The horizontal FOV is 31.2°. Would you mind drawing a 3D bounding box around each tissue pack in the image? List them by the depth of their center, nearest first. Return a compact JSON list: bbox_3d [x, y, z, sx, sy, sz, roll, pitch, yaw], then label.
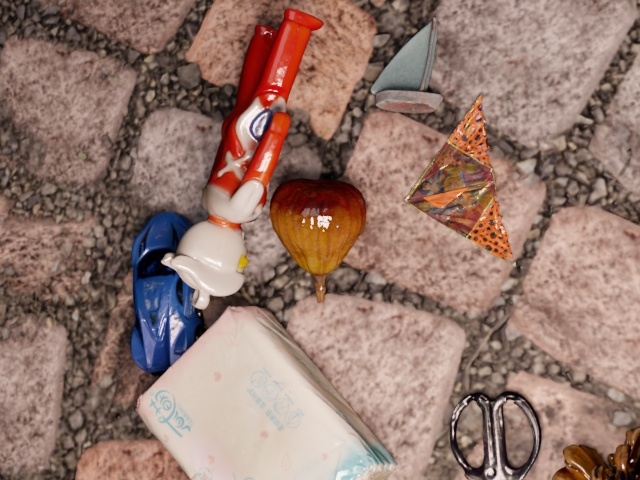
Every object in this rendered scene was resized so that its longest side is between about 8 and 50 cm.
[{"bbox_3d":[-0.067,0.236,1.383,0.201,0.124,0.271,-44,68,4],"label":"tissue pack"}]

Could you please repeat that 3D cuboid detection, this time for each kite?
[{"bbox_3d":[0.161,-0.063,1.414,0.125,0.008,0.222,-13,76,18],"label":"kite"}]

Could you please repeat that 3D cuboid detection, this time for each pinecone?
[{"bbox_3d":[0.344,0.287,1.207,0.195,0.150,0.179,-6,72,16],"label":"pinecone"}]

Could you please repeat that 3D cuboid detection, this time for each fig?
[{"bbox_3d":[0.007,-0.013,1.428,0.119,0.153,0.119,-15,37,12],"label":"fig"}]

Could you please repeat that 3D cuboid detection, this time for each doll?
[{"bbox_3d":[-0.097,-0.099,1.443,0.099,0.188,0.383,21,86,-19],"label":"doll"}]

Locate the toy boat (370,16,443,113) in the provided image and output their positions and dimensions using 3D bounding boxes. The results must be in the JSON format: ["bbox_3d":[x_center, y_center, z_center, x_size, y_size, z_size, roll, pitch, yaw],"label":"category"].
[{"bbox_3d":[0.117,-0.222,1.453,0.096,0.034,0.122,6,74,21],"label":"toy boat"}]

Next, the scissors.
[{"bbox_3d":[0.205,0.325,1.319,0.109,0.022,0.299,-5,79,23],"label":"scissors"}]

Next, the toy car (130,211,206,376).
[{"bbox_3d":[-0.202,0.068,1.494,0.103,0.063,0.216,-8,78,19],"label":"toy car"}]
